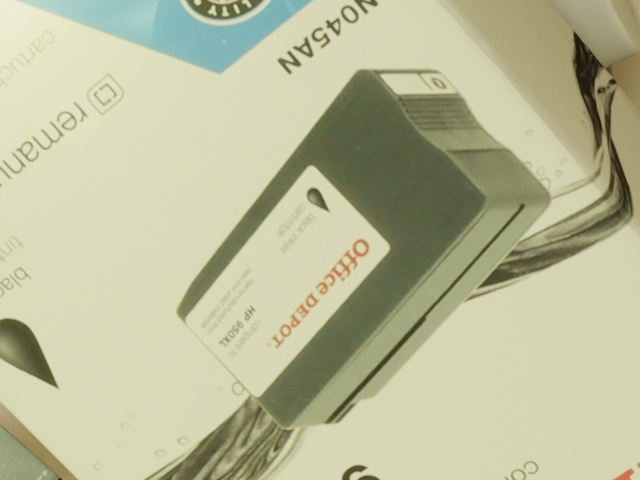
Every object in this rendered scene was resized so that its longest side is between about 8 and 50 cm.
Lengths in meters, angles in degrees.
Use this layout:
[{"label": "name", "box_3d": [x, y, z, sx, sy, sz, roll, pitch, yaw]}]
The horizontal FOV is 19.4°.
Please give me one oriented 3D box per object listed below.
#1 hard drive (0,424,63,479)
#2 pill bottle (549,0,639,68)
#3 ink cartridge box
[{"label": "hard drive", "box_3d": [-0.220, 0.151, 1.018, 0.094, 0.022, 0.135, 39, 79, 13]}, {"label": "pill bottle", "box_3d": [0.038, -0.096, 0.996, 0.245, 0.136, 0.136, -23, 76, 17]}, {"label": "ink cartridge box", "box_3d": [0.000, 0.000, 0.876, 0.285, 0.166, 0.395, -37, 106, 20]}]
